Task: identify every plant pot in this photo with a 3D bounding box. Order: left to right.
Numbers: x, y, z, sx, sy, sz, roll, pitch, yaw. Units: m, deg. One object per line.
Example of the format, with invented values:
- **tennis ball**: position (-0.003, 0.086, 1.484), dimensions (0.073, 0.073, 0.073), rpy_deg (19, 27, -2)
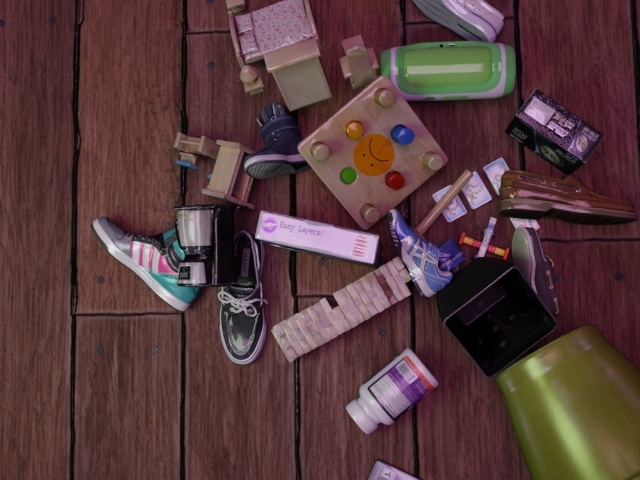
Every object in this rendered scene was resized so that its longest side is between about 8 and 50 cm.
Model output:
- **plant pot**: position (0.355, 0.142, 1.594), dimensions (0.188, 0.167, 0.187), rpy_deg (-38, 114, 5)
- **plant pot**: position (0.546, 0.373, 1.508), dimensions (0.367, 0.366, 0.352), rpy_deg (-29, 71, 1)

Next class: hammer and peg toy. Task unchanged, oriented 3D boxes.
- **hammer and peg toy**: position (0.155, -0.158, 1.671), dimensions (0.266, 0.127, 0.361), rpy_deg (-41, 108, 1)

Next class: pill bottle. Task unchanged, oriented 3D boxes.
- **pill bottle**: position (0.155, 0.336, 1.643), dimensions (0.193, 0.108, 0.108), rpy_deg (-39, 82, 1)

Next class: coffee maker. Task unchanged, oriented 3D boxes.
- **coffee maker**: position (-0.229, 0.011, 1.610), dimensions (0.171, 0.120, 0.178), rpy_deg (-3, 91, -23)

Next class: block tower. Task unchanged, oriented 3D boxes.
- **block tower**: position (0.051, 0.158, 1.678), dimensions (0.336, 0.097, 0.090), rpy_deg (-30, 82, 3)

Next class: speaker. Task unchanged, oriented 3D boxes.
- **speaker**: position (0.285, -0.382, 1.697), dimensions (0.297, 0.131, 0.131), rpy_deg (-1, 84, 5)

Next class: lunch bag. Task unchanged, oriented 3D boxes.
- **lunch bag**: position (0.282, 0.042, 1.667), dimensions (0.067, 0.098, 0.065), rpy_deg (-35, 85, -9)

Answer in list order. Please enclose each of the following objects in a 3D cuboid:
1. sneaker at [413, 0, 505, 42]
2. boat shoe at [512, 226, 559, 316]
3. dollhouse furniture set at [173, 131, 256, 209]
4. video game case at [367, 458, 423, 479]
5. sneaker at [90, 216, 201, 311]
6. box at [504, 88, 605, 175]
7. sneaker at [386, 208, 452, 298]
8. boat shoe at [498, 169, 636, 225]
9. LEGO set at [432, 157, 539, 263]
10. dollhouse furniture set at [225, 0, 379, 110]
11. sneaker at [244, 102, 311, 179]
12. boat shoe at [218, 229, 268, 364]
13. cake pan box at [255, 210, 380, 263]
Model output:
- **sneaker**: position (0.314, -0.553, 1.740), dimensions (0.258, 0.094, 0.091), rpy_deg (39, 70, 3)
- **boat shoe**: position (0.475, 0.071, 1.636), dimensions (0.069, 0.081, 0.227), rpy_deg (-16, 108, -12)
- **dollhouse furniture set**: position (-0.242, -0.161, 1.736), dimensions (0.184, 0.129, 0.129), rpy_deg (14, 86, 30)
- **video game case**: position (0.211, 0.633, 1.650), dimensions (0.274, 0.026, 0.196), rpy_deg (24, 87, 8)
- **sneaker**: position (-0.368, 0.005, 1.712), dimensions (0.295, 0.124, 0.178), rpy_deg (41, 94, 0)
- **box**: position (0.514, -0.237, 1.651), dimensions (0.180, 0.147, 0.077), rpy_deg (37, 88, 7)
- **sneaker**: position (0.208, 0.019, 1.607), dimensions (0.081, 0.080, 0.211), rpy_deg (-29, 101, 10)
- **boat shoe**: position (0.549, -0.099, 1.645), dimensions (0.308, 0.110, 0.104), rpy_deg (7, 77, -6)
- **LEGO set**: position (0.390, -0.043, 1.689), dimensions (0.183, 0.060, 0.244), rpy_deg (-28, 83, 5)
- **dollhouse furniture set**: position (-0.061, -0.497, 1.665), dimensions (0.303, 0.174, 0.355), rpy_deg (-16, 68, 6)
- **sneaker**: position (-0.118, -0.228, 1.682), dimensions (0.086, 0.226, 0.163), rpy_deg (-31, 80, 33)
- **boat shoe**: position (-0.175, 0.129, 1.694), dimensions (0.113, 0.105, 0.306), rpy_deg (7, 85, 6)
- **cake pan box**: position (0.000, 0.000, 1.622), dimensions (0.267, 0.246, 0.070), rpy_deg (12, 85, 5)
